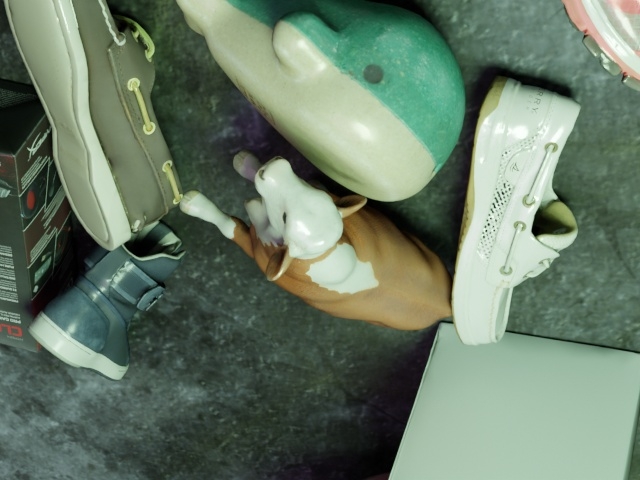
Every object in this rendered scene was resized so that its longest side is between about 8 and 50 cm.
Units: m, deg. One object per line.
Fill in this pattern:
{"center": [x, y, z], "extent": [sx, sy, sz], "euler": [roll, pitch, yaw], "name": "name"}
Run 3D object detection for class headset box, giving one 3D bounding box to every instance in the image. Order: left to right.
{"center": [-0.368, -0.024, 1.453], "extent": [0.218, 0.110, 0.293], "euler": [14, 133, 10], "name": "headset box"}

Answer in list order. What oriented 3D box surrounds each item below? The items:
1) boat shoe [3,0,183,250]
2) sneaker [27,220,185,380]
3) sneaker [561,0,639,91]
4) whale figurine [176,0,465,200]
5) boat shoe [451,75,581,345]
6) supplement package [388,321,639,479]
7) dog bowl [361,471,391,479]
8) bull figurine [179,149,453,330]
{"center": [-0.197, -0.142, 1.292], "extent": [0.116, 0.097, 0.324], "euler": [34, 145, 44], "name": "boat shoe"}
{"center": [-0.200, 0.055, 1.477], "extent": [0.086, 0.163, 0.226], "euler": [37, 176, 7], "name": "sneaker"}
{"center": [0.223, -0.226, 1.038], "extent": [0.314, 0.116, 0.136], "euler": [43, 130, -17], "name": "sneaker"}
{"center": [0.002, -0.155, 1.188], "extent": [0.272, 0.141, 0.216], "euler": [40, 174, 13], "name": "whale figurine"}
{"center": [0.174, -0.009, 1.259], "extent": [0.096, 0.098, 0.277], "euler": [13, 132, 12], "name": "boat shoe"}
{"center": [0.180, 0.227, 1.349], "extent": [0.204, 0.262, 0.145], "euler": [8, 132, 15], "name": "supplement package"}
{"center": [0.133, 0.380, 1.432], "extent": [0.408, 0.408, 0.150], "euler": [10, 119, 14], "name": "dog bowl"}
{"center": [0.000, 0.000, 1.243], "extent": [0.188, 0.101, 0.310], "euler": [35, -179, 38], "name": "bull figurine"}
